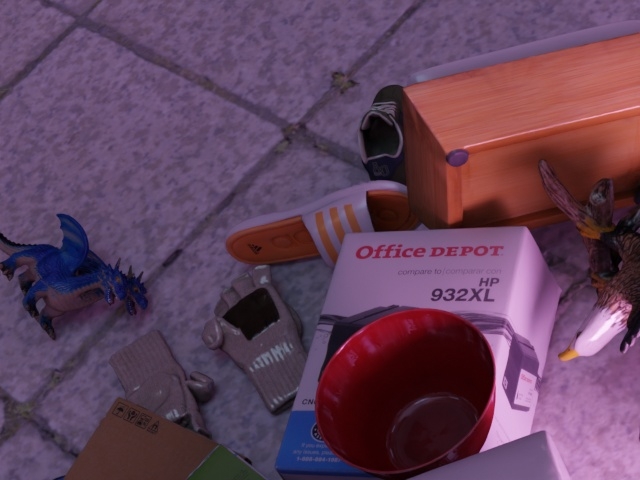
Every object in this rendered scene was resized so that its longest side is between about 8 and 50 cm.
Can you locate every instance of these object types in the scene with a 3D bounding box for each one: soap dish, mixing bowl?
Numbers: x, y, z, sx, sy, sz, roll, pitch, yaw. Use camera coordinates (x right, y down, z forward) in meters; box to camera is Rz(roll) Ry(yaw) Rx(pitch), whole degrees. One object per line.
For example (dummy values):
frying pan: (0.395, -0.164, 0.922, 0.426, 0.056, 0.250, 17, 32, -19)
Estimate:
soap dish: (0.238, -0.109, 1.883, 0.291, 0.229, 0.118, -13, 56, -4)
mixing bowl: (0.095, 0.166, 1.677, 0.181, 0.098, 0.181, -13, 51, 16)

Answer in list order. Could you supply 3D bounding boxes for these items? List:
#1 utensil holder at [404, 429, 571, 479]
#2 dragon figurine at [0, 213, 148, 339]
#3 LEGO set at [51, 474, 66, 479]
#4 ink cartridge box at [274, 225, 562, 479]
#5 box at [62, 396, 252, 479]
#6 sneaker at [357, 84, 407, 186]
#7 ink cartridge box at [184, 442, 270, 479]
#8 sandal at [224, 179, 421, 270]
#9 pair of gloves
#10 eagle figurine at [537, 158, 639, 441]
utensil holder: (0.079, 0.374, 1.534, 0.385, 0.327, 0.327, -24, 45, 6)
dragon figurine: (-0.324, 0.026, 2.209, 0.144, 0.085, 0.289, -37, 46, -5)
LEGO set: (-0.360, 0.377, 1.976, 0.182, 0.060, 0.244, 5, 56, 16)
ink cartridge box: (0.108, 0.143, 1.847, 0.223, 0.129, 0.307, -2, 53, 27)
box: (-0.196, 0.276, 1.931, 0.201, 0.021, 0.164, 20, 69, 35)
sneaker: (0.083, -0.138, 2.130, 0.064, 0.086, 0.192, -14, 47, 17)
ink cartridge box: (-0.043, 0.302, 1.792, 0.062, 0.109, 0.209, -45, 39, -13)
sandal: (0.005, 0.006, 2.050, 0.265, 0.102, 0.076, -16, 48, 27)
pair of gloves: (-0.131, 0.147, 2.034, 0.240, 0.042, 0.204, -28, 45, 5)
eagle figurine: (0.337, 0.065, 1.742, 0.225, 0.226, 0.298, -68, 24, 16)
